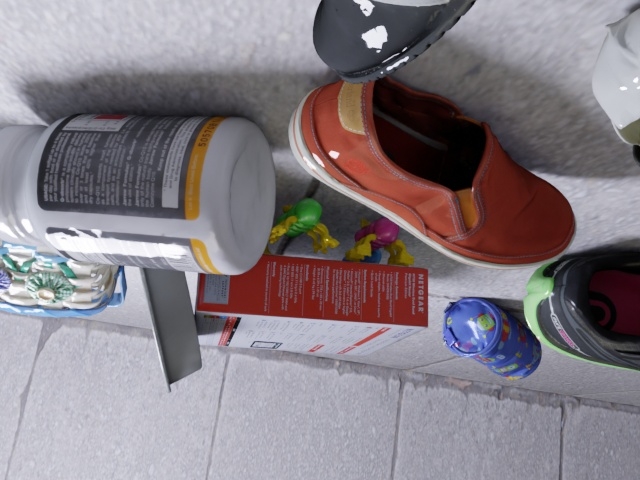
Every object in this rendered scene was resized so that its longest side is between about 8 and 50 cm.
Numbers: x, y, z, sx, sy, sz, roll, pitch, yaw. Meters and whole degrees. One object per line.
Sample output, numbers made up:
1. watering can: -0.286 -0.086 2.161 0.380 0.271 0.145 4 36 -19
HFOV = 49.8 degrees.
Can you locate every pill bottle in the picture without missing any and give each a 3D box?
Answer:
1. pill bottle: -0.199 -0.052 0.722 0.278 0.162 0.162 5 164 15

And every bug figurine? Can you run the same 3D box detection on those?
1. bug figurine: 0.000 0.000 0.953 0.279 0.072 0.216 14 161 -24

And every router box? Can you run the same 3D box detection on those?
1. router box: -0.036 0.106 1.024 0.301 0.082 0.335 5 163 -10

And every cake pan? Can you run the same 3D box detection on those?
1. cake pan: -0.215 0.057 0.938 0.054 0.293 0.293 -12 168 -14

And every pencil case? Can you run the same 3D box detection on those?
1. pencil case: 0.353 0.207 1.412 0.133 0.119 0.306 -28 148 23

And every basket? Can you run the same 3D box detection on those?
1. basket: -0.392 0.007 0.942 0.254 0.201 0.289 11 154 -12

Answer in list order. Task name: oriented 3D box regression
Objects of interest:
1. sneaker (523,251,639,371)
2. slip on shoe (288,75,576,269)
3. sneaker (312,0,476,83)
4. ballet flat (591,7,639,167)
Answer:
1. sneaker: 0.527 0.119 0.921 0.483 0.185 0.202 6 168 4
2. slip on shoe: 0.130 -0.057 0.637 0.331 0.123 0.101 23 155 -29
3. sneaker: 0.041 -0.182 0.282 0.146 0.122 0.330 31 160 -11
4. ballet flat: 0.242 -0.101 0.472 0.096 0.095 0.280 13 168 30
